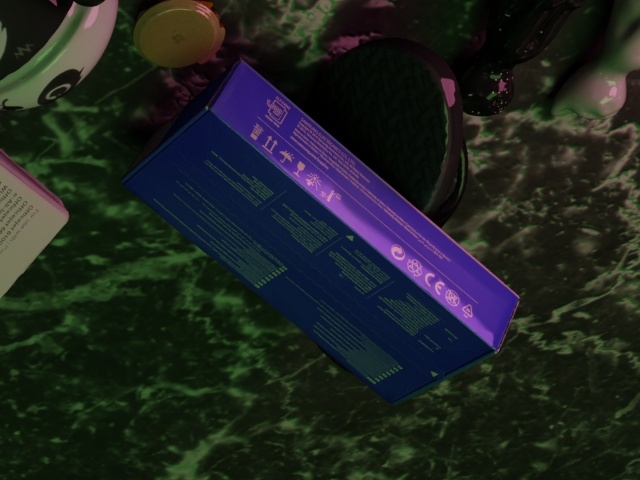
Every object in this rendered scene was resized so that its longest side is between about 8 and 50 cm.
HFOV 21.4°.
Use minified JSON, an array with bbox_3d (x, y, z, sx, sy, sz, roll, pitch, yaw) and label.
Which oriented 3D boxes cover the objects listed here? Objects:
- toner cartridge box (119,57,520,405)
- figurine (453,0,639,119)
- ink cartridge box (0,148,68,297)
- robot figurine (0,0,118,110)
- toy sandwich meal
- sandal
[{"bbox_3d":[0.000,0.000,1.562,0.348,0.075,0.165,40,141,-15],"label":"toner cartridge box"},{"bbox_3d":[0.237,-0.187,1.615,0.214,0.092,0.209,1,143,-25],"label":"figurine"},{"bbox_3d":[-0.368,-0.087,1.299,0.129,0.223,0.307,-50,147,-3],"label":"ink cartridge box"},{"bbox_3d":[-0.280,-0.213,1.291,0.173,0.209,0.278,-45,135,7],"label":"robot figurine"},{"bbox_3d":[-0.125,-0.187,1.499,0.085,0.029,0.086,-8,137,-7],"label":"toy sandwich meal"},{"bbox_3d":[0.065,-0.044,1.664,0.107,0.167,0.446,-31,154,-30],"label":"sandal"}]
